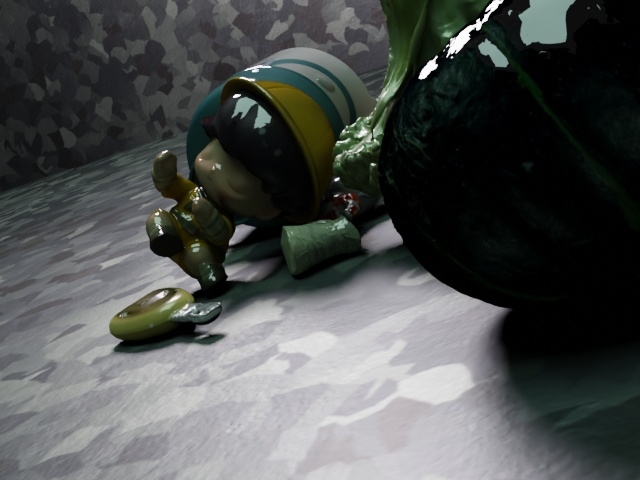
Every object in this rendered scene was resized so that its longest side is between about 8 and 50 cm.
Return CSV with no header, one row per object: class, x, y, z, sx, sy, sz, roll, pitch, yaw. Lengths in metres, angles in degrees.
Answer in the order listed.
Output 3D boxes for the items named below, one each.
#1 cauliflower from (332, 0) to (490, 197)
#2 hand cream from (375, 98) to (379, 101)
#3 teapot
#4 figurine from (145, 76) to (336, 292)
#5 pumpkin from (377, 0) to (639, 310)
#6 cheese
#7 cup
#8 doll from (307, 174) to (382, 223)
cauliflower,0.156,-0.163,1.127,0.327,0.281,0.260,-10,-11,13
hand cream,0.071,-0.230,2.055,0.067,0.042,0.194,-4,24,47
teapot,0.000,0.000,1.161,0.083,0.057,0.067,-14,38,-8
figurine,-0.095,-0.071,1.247,0.257,0.192,0.167,-46,-15,3
pumpkin,0.197,-0.075,0.780,0.315,0.238,0.315,-37,-3,-2
cheese,-0.155,0.078,1.105,0.086,0.036,0.162,-30,16,-35
cup,-0.075,-0.121,1.484,0.289,0.219,0.257,-47,-1,29
doll,0.034,-0.054,1.305,0.094,0.079,0.180,-11,27,33
